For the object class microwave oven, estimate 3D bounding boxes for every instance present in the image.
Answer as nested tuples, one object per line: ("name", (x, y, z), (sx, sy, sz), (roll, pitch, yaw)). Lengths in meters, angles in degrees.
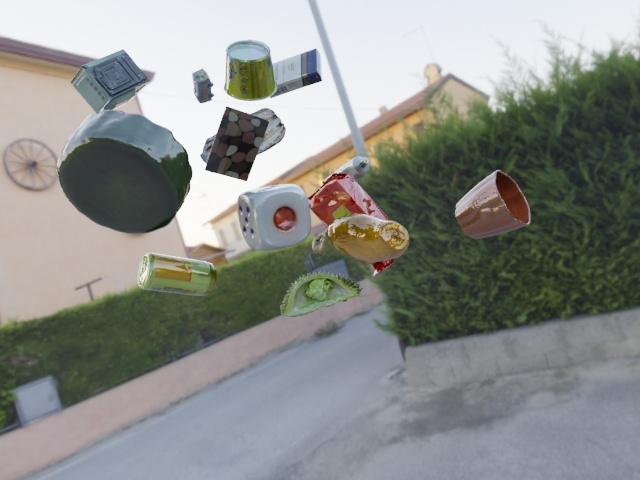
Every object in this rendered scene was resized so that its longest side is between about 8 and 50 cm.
("microwave oven", (-0.754, -0.575, 1.653), (0.122, 0.162, 0.208), (-24, 22, 39))

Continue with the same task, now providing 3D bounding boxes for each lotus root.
("lotus root", (-0.287, -0.361, 1.707), (0.329, 0.167, 0.078), (-28, -13, -7))

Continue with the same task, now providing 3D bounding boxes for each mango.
("mango", (0.157, -0.007, 1.505), (0.359, 0.187, 0.144), (12, 67, 50))

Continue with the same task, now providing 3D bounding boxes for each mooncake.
("mooncake", (-0.562, -0.201, 1.343), (0.356, 0.356, 0.194), (-18, 38, 18))

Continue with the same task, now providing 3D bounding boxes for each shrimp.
("shrimp", (0.000, 0.000, 1.743), (0.059, 0.108, 0.023), (18, 6, 15))

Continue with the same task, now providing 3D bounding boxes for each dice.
("dice", (-0.152, -0.078, 1.488), (0.193, 0.194, 0.192), (-16, 13, -25))

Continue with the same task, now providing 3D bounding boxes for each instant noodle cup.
("instant noodle cup", (-0.256, -0.623, 1.664), (0.205, 0.205, 0.153), (-18, -35, -19))

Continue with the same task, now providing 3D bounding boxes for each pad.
("pad", (-0.282, -0.320, 1.545), (0.158, 0.235, 0.003), (12, 26, -29))

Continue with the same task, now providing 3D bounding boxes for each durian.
("durian", (0.000, 0.220, 1.884), (0.355, 0.169, 0.157), (-13, -32, -8))

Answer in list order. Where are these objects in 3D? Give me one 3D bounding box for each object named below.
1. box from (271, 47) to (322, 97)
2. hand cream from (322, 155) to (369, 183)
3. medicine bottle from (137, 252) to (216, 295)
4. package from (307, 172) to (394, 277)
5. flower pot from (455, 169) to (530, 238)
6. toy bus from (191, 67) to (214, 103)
("box", (-0.120, -0.747, 2.039), (0.259, 0.168, 0.071), (-11, -33, 16))
("hand cream", (0.116, -0.281, 2.033), (0.078, 0.124, 0.340), (-47, 6, -32))
("medicine bottle", (-0.448, 0.111, 1.459), (0.239, 0.124, 0.124), (12, -20, -39))
("package", (0.145, -0.069, 1.817), (0.196, 0.423, 0.123), (-44, -3, 35))
("flower pot", (0.529, -0.096, 1.427), (0.190, 0.191, 0.173), (-18, -13, -46))
("toy bus", (-0.491, -0.640, 1.906), (0.075, 0.064, 0.190), (-30, -3, -16))
